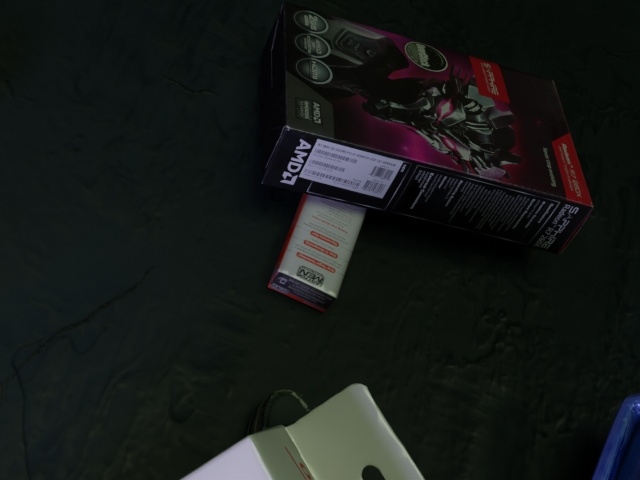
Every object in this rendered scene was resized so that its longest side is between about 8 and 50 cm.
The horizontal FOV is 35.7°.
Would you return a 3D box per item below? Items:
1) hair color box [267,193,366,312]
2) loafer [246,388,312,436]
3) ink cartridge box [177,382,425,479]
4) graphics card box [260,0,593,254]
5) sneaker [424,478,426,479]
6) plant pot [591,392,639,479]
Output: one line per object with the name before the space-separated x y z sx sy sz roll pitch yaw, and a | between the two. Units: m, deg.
hair color box | 0.000 0.000 1.084 0.072 0.043 0.141 26 56 -7
loafer | -0.006 0.244 0.897 0.096 0.084 0.267 7 47 -22
ink cartridge box | -0.072 0.281 0.748 0.353 0.119 0.207 -35 78 6
graphics card box | 0.116 -0.130 1.145 0.371 0.094 0.233 13 46 -15
sneaker | 0.121 0.270 0.994 0.098 0.038 0.069 -14 71 -29
plant pot | 0.410 0.302 0.970 0.212 0.236 0.236 53 50 -28
